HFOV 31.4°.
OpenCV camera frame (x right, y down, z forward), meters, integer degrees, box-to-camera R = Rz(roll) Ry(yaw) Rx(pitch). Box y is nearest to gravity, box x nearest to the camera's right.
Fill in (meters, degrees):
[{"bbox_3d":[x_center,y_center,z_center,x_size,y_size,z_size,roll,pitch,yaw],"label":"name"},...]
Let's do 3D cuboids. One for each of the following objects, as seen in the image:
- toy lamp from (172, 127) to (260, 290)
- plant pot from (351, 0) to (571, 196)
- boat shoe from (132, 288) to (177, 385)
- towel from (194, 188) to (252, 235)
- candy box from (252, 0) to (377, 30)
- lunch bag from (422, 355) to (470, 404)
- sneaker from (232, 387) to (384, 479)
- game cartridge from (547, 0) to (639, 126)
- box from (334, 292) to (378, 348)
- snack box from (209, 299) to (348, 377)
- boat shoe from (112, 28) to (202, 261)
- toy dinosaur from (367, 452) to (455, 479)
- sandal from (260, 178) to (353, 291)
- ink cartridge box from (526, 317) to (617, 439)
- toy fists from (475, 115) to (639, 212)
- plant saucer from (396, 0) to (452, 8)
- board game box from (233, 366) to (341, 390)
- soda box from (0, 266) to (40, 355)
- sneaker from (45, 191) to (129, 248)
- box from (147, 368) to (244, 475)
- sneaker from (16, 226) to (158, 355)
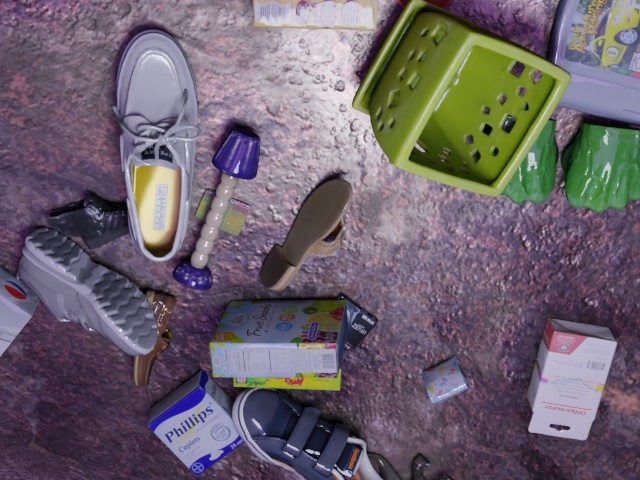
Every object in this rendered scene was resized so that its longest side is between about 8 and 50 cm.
[{"bbox_3d":[-0.165,-0.052,1.859,0.080,0.080,0.274,18,110,-8],"label":"toy lamp"},{"bbox_3d":[0.197,-0.226,1.716,0.228,0.207,0.227,15,114,-37],"label":"plant pot"},{"bbox_3d":[-0.287,0.173,1.960,0.060,0.064,0.177,10,107,-6],"label":"boat shoe"},{"bbox_3d":[-0.163,-0.047,1.908,0.083,0.009,0.060,23,109,-9],"label":"towel"},{"bbox_3d":[-0.009,-0.356,1.740,0.187,0.109,0.053,0,110,-1],"label":"candy box"},{"bbox_3d":[0.221,0.250,1.988,0.071,0.083,0.053,-29,108,9],"label":"lunch bag"},{"bbox_3d":[-0.007,0.361,1.989,0.321,0.126,0.127,44,142,-23],"label":"sneaker"},{"bbox_3d":[0.468,-0.337,1.788,0.196,0.060,0.294,14,110,-2],"label":"game cartridge"},{"bbox_3d":[0.047,0.140,1.977,0.083,0.018,0.067,38,106,-14],"label":"box"},{"bbox_3d":[-0.065,0.161,1.888,0.207,0.174,0.070,-2,110,7],"label":"snack box"},{"bbox_3d":[-0.256,-0.142,1.768,0.136,0.156,0.367,2,100,-11],"label":"boat shoe"},{"bbox_3d":[0.200,0.494,2.063,0.314,0.121,0.160,30,94,-16],"label":"toy dinosaur"},{"bbox_3d":[-0.002,-0.004,1.906,0.079,0.088,0.240,18,121,-41],"label":"sandal"},{"bbox_3d":[0.434,0.245,1.999,0.115,0.067,0.198,10,109,-5],"label":"ink cartridge box"},{"bbox_3d":[0.390,-0.124,1.846,0.279,0.096,0.142,6,101,-2],"label":"toy fists"},{"bbox_3d":[0.159,-0.505,1.720,0.259,0.047,0.258,43,104,-16],"label":"plant saucer"},{"bbox_3d":[-0.057,0.216,1.965,0.181,0.092,0.043,2,112,-2],"label":"board game box"},{"bbox_3d":[-0.600,0.184,1.943,0.098,0.091,0.286,38,106,-14],"label":"soda box"},{"bbox_3d":[-0.360,-0.044,1.882,0.170,0.051,0.089,-26,114,12],"label":"sneaker"},{"bbox_3d":[-0.215,0.323,2.014,0.126,0.072,0.137,-37,107,12],"label":"box"},{"bbox_3d":[-0.390,0.101,1.904,0.281,0.105,0.115,41,123,10],"label":"sneaker"}]
